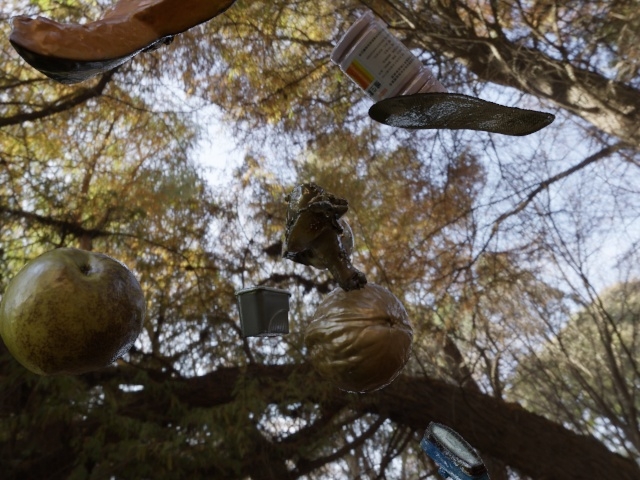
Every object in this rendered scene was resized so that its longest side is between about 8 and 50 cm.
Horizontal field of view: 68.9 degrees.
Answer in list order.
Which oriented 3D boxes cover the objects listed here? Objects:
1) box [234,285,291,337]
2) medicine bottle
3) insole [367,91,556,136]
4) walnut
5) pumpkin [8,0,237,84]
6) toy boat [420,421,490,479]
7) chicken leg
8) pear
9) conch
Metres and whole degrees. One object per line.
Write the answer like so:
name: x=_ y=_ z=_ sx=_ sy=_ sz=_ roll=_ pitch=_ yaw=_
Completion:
box: x=-0.214 y=0.282 z=1.807 sx=0.138 sy=0.178 sz=0.274 roll=-14 pitch=-17 yaw=22
medicine bottle: x=0.153 y=-0.369 z=1.036 sx=0.250 sy=0.133 sz=0.133 roll=41 pitch=-70 yaw=-8
insole: x=0.214 y=-0.180 z=0.684 sx=0.323 sy=0.007 sz=0.109 roll=0 pitch=-12 yaw=-25
walnut: x=0.103 y=0.272 z=1.317 sx=0.333 sy=0.332 sz=0.332 roll=-9 pitch=-51 yaw=-11
pumpkin: x=-0.244 y=-0.289 z=0.606 sx=0.290 sy=0.258 sz=0.095 roll=-36 pitch=-56 yaw=-18
toy boat: x=0.199 y=0.331 z=0.709 sx=0.060 sy=0.137 sz=0.060 roll=-6 pitch=-77 yaw=-25
chicken leg: x=0.002 y=-0.001 z=0.772 sx=0.125 sy=0.080 sz=0.196 roll=0 pitch=-65 yaw=31
pear: x=-0.370 y=0.100 z=0.708 sx=0.198 sy=0.197 sz=0.197 roll=-9 pitch=-51 yaw=-11
conch: x=0.000 y=0.000 z=1.252 sx=0.183 sy=0.148 sz=0.275 roll=7 pitch=-14 yaw=4
